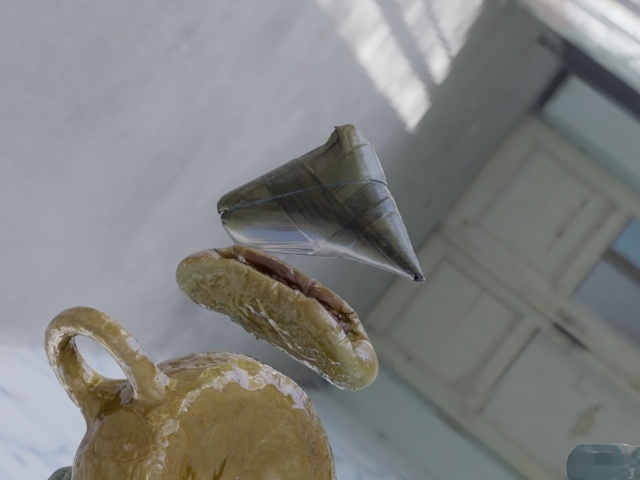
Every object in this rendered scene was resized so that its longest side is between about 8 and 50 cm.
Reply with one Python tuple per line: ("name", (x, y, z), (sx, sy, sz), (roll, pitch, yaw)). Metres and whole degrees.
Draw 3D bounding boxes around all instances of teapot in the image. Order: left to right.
("teapot", (-0.109, 0.174, 1.208), (0.167, 0.311, 0.203), (-7, -146, 48))

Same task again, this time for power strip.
("power strip", (0.285, 0.218, 1.419), (0.216, 0.137, 0.044), (62, 34, -61))

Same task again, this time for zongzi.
("zongzi", (0.000, 0.000, 2.122), (0.221, 0.242, 0.112), (-26, 153, 8))

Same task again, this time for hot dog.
("hot dog", (-0.038, 0.071, 1.763), (0.073, 0.242, 0.084), (-64, 169, 25))

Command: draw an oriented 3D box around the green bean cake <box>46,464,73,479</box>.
("green bean cake", (-0.220, 0.361, 1.596), (0.247, 0.250, 0.156), (-39, -169, 22))
